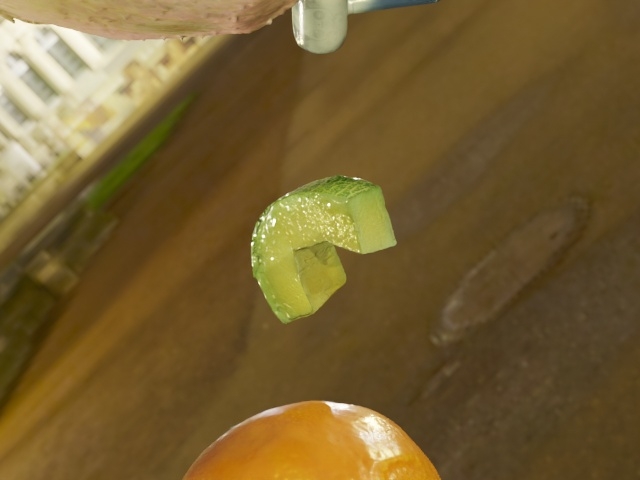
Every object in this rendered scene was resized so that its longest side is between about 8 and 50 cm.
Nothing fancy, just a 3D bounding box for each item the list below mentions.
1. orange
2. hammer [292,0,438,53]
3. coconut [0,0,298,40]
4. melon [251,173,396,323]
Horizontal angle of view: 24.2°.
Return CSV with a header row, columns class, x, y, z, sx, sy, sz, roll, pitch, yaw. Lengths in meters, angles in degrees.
class,x,y,z,sx,sy,sz,roll,pitch,yaw
orange,-0.008,0.267,1.314,0.261,0.261,0.261,-42,10,9
hammer,0.060,-0.295,1.844,0.193,0.116,0.069,-10,49,-8
coconut,-0.113,-0.351,1.189,0.404,0.404,0.404,-42,10,9
melon,0.000,0.000,1.495,0.064,0.118,0.209,-38,4,-37
